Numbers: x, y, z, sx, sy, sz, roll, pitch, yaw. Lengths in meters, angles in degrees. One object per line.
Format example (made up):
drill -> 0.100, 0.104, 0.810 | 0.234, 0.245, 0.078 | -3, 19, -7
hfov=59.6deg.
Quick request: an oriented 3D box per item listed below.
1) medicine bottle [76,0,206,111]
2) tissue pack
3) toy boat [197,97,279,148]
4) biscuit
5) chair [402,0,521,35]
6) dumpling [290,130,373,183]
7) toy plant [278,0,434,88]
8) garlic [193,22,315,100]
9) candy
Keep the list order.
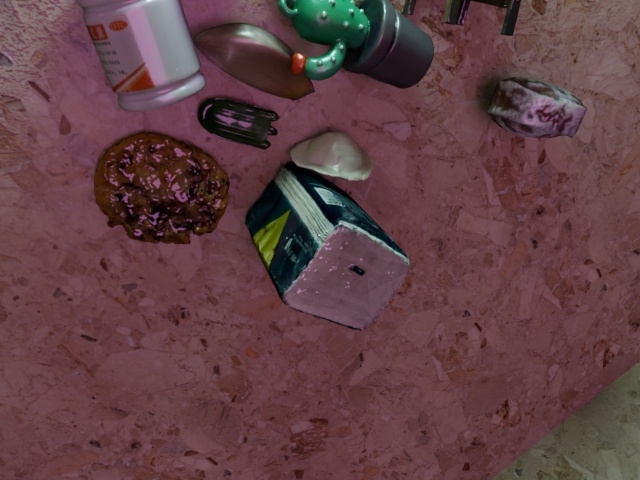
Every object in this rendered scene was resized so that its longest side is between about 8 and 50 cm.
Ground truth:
medicine bottle -> -0.381, -0.452, 1.169 | 0.202, 0.202, 0.315 | -20, 120, -11
tissue pack -> 0.000, 0.000, 1.426 | 0.264, 0.416, 0.253 | 27, 106, -32
toy boat -> -0.204, -0.297, 1.406 | 0.210, 0.052, 0.104 | 10, 114, -24
biscuit -> -0.394, -0.115, 1.409 | 0.334, 0.081, 0.289 | 11, 110, -24
chair -> 0.369, -0.720, 1.300 | 0.203, 0.240, 0.416 | 3, 115, -20
dumpling -> 0.044, -0.207, 1.481 | 0.216, 0.166, 0.126 | 28, 123, -32
toy plant -> 0.078, -0.489, 1.327 | 0.400, 0.185, 0.279 | 15, 102, -34
garlic -> -0.141, -0.429, 1.325 | 0.318, 0.112, 0.143 | 26, 139, -34
candy -> 0.610, -0.369, 1.585 | 0.290, 0.214, 0.157 | 7, 114, -27
